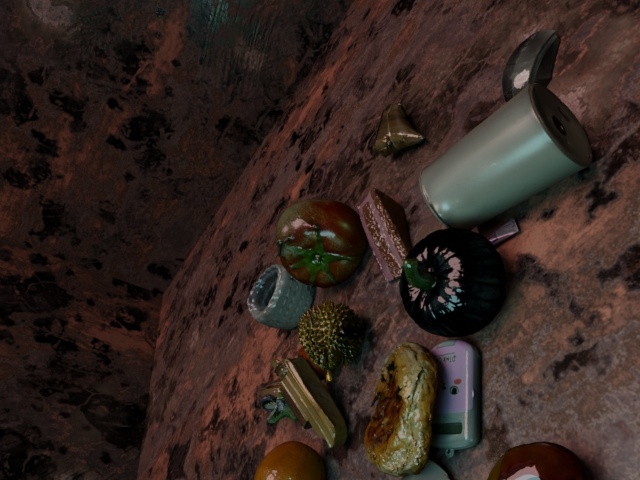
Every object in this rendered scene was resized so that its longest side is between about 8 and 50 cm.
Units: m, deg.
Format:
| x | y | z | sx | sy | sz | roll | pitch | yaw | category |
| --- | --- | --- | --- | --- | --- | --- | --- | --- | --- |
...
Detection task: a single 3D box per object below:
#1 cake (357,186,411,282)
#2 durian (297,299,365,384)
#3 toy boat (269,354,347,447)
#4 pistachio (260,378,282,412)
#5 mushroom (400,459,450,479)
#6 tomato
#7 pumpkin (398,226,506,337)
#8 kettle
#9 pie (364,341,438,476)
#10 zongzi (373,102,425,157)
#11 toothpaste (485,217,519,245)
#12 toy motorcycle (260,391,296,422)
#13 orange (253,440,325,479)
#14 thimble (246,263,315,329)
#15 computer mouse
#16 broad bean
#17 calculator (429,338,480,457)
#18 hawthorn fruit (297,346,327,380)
| x | y | z | sx | sy | sz | roll | pitch | yaw | category |
| --- | --- | --- | --- | --- | --- | --- | --- | --- | --- |
| 0.207 | -0.013 | 1.459 | 0.116 | 0.112 | 0.296 | -44 | 46 | 38 | cake |
| 0.044 | 0.271 | 1.373 | 0.137 | 0.193 | 0.238 | -33 | 46 | 32 | durian |
| -0.039 | 0.446 | 1.373 | 0.310 | 0.089 | 0.115 | 50 | 116 | 30 | toy boat |
| -0.127 | 0.495 | 1.578 | 0.149 | 0.113 | 0.113 | -45 | 33 | 37 | pistachio |
| 0.180 | 0.550 | 1.009 | 0.225 | 0.093 | 0.116 | -60 | 9 | 30 | mushroom |
| 0.000 | 0.000 | 1.626 | 0.303 | 0.303 | 0.239 | -49 | 15 | 29 | tomato |
| 0.264 | 0.086 | 1.072 | 0.248 | 0.247 | 0.248 | -42 | 34 | 38 | pumpkin |
| 0.403 | -0.192 | 1.110 | 0.318 | 0.205 | 0.265 | -40 | 38 | 44 | kettle |
| 0.175 | 0.361 | 1.087 | 0.308 | 0.085 | 0.309 | -161 | 90 | -83 | pie |
| 0.277 | -0.380 | 1.620 | 0.197 | 0.099 | 0.195 | -10 | 59 | 46 | zongzi |
| 0.390 | 0.009 | 1.148 | 0.170 | 0.028 | 0.045 | -42 | 27 | 34 | toothpaste |
| -0.087 | 0.500 | 1.481 | 0.190 | 0.106 | 0.074 | -14 | 20 | 16 | toy motorcycle |
| -0.078 | 0.633 | 1.280 | 0.206 | 0.206 | 0.206 | -42 | 34 | 38 | orange |
| -0.149 | 0.211 | 1.791 | 0.250 | 0.171 | 0.205 | -52 | 31 | 20 | thimble |
| 0.525 | -0.451 | 1.249 | 0.126 | 0.071 | 0.231 | 3 | 69 | 61 | computer mouse |
| 0.337 | 0.432 | 0.780 | 0.156 | 0.122 | 0.229 | 20 | 91 | 38 | broad bean |
| 0.281 | 0.333 | 1.049 | 0.141 | 0.045 | 0.246 | -28 | 45 | 51 | calculator |
| -0.004 | 0.356 | 1.473 | 0.128 | 0.128 | 0.128 | -42 | 34 | 38 | hawthorn fruit |
